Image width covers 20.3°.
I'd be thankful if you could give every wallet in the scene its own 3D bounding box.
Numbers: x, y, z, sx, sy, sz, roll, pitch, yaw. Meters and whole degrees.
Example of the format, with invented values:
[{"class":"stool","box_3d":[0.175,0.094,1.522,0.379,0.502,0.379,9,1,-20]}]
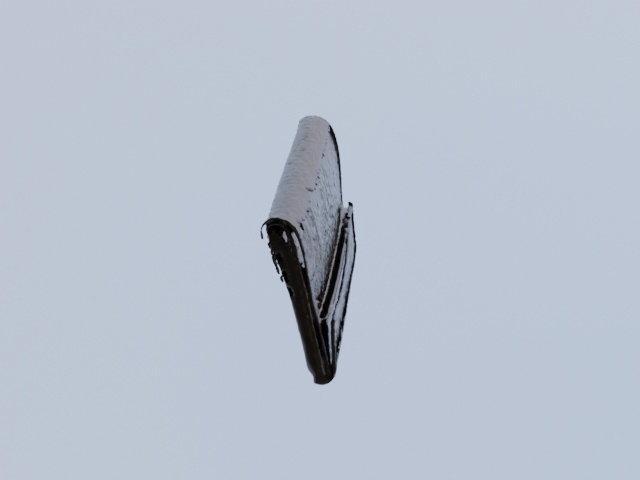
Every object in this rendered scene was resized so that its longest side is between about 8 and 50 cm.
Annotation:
[{"class":"wallet","box_3d":[0.000,0.000,1.367,0.039,0.243,0.133,-10,-70,10]}]
